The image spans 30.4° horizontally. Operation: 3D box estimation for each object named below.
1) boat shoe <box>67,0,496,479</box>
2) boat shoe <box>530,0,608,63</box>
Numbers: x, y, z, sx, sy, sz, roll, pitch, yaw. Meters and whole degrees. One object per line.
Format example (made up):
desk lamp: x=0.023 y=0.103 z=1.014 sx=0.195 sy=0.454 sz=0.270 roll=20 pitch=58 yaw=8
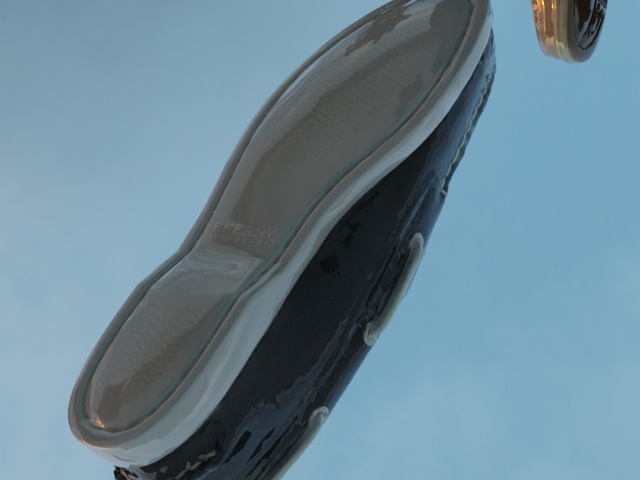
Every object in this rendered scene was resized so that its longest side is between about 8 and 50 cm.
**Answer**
boat shoe: x=0.000 y=0.000 z=0.581 sx=0.114 sy=0.091 sz=0.302 roll=19 pitch=-117 yaw=49
boat shoe: x=0.239 y=-0.348 z=1.279 sx=0.110 sy=0.122 sz=0.341 roll=-8 pitch=-105 yaw=30
